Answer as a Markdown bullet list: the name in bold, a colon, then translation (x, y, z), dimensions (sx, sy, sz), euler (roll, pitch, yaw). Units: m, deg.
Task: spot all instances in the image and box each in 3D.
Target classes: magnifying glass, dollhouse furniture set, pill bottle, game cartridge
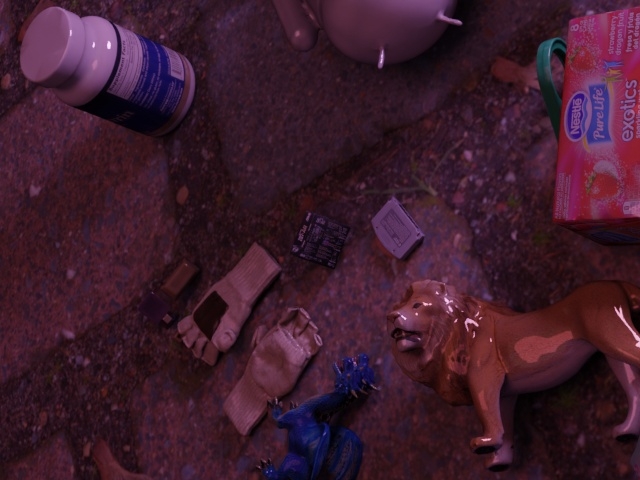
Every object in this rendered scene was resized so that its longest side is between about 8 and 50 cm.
- **magnifying glass**: translation (0.306, -0.140, 1.567), dimensions (0.026, 0.092, 0.231), euler (-14, 78, 35)
- **dollhouse furniture set**: translation (-0.224, 0.096, 2.001), dimensions (0.114, 0.091, 0.081), euler (-52, 3, -13)
- **pill bottle**: translation (-0.346, -0.276, 2.048), dimensions (0.153, 0.264, 0.153), euler (-14, 67, 38)
- **game cartridge**: translation (0.106, -0.014, 1.741), dimensions (0.056, 0.017, 0.083), euler (-47, 51, 16)

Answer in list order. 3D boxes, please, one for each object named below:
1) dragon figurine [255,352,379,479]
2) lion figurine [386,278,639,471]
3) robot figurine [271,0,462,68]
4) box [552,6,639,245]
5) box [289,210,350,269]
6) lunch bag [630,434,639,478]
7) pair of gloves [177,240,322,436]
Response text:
- **dragon figurine**: translation (-0.004, 0.288, 1.694), dimensions (0.144, 0.085, 0.289), euler (-1, 75, 41)
- **lion figurine**: translation (0.268, 0.127, 1.495), dimensions (0.392, 0.142, 0.240), euler (-15, 59, 22)
- **robot figurine**: translation (0.065, -0.386, 1.765), dimensions (0.300, 0.200, 0.353), euler (-36, 55, 12)
- **box**: translation (0.363, -0.131, 1.475), dimensions (0.122, 0.128, 0.257), euler (-3, 75, 40)
- **box**: translation (0.000, 0.000, 1.782), dimensions (0.018, 0.083, 0.067), euler (23, 93, 42)
- **lunch bag**: translation (0.449, 0.241, 1.268), dimensions (0.262, 0.160, 0.223), euler (-51, 52, 32)
- **pair of gloves**: translation (-0.107, 0.143, 1.861), dimensions (0.204, 0.042, 0.240), euler (-48, 52, 20)
